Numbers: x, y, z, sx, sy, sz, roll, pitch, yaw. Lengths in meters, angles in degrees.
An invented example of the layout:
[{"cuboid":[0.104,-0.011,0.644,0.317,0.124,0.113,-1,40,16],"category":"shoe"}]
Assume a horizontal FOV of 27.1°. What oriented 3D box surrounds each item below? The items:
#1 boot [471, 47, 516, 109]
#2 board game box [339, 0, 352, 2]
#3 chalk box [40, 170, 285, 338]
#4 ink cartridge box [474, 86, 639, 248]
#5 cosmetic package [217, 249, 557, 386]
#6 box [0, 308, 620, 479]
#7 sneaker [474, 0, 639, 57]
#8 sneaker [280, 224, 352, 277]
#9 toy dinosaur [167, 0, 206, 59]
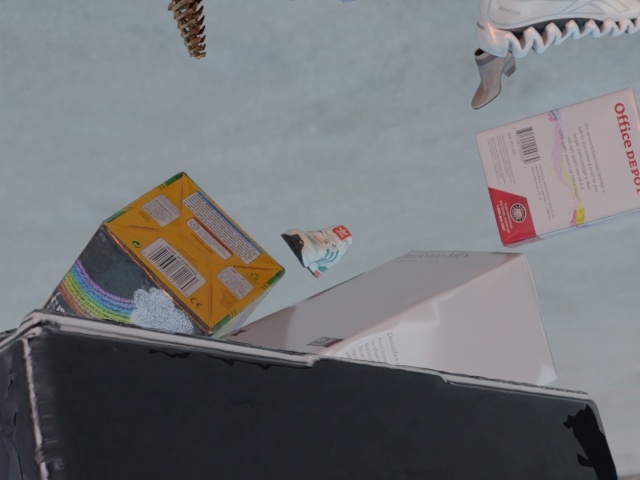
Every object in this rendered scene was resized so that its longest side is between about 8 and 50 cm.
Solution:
[{"cuboid":[0.284,-0.291,2.263,0.118,0.042,0.087,-49,134,-6],"category":"boot"},{"cuboid":[0.088,-0.296,1.178,0.318,0.066,0.318,-5,175,26],"category":"board game box"},{"cuboid":[-0.213,0.096,1.568,0.289,0.180,0.179,-48,175,36],"category":"chalk box"},{"cuboid":[0.268,-0.074,1.416,0.175,0.127,0.072,-15,172,18],"category":"ink cartridge box"},{"cuboid":[0.033,0.143,1.390,0.385,0.156,0.217,-25,-166,-32],"category":"cosmetic package"},{"cuboid":[-0.104,0.288,0.809,0.471,0.297,0.480,-29,152,35],"category":"box"},{"cuboid":[0.334,-0.320,1.694,0.292,0.110,0.118,-16,121,-16],"category":"sneaker"},{"cuboid":[0.000,0.000,1.762,0.075,0.057,0.161,-37,163,1],"category":"sneaker"},{"cuboid":[-0.136,-0.395,1.808,0.218,0.322,0.164,0,178,16],"category":"toy dinosaur"}]
